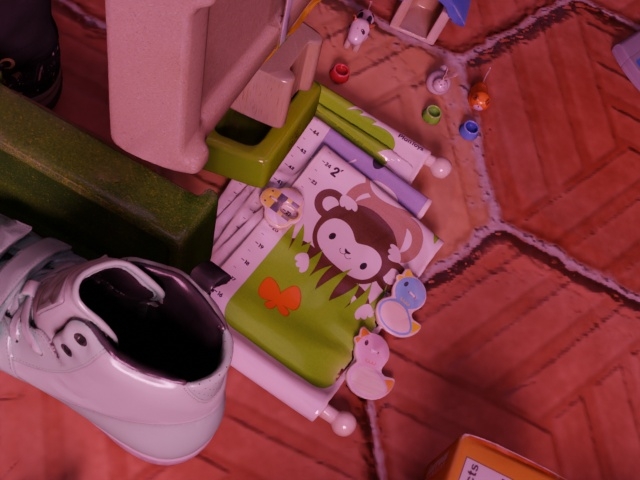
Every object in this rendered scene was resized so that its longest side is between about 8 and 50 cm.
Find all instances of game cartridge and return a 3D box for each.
[{"bbox_3d":[0.282,-0.138,0.914,0.056,0.017,0.083,-34,77,-26],"label":"game cartridge"}]

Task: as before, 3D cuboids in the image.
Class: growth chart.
[{"bbox_3d":[0.000,0.000,0.744,0.172,0.021,0.237,27,60,-2],"label":"growth chart"}]

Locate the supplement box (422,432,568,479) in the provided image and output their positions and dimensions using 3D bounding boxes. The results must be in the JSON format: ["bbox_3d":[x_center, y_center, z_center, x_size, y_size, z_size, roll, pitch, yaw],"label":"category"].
[{"bbox_3d":[0.063,0.228,0.609,0.080,0.078,0.233,28,57,0],"label":"supplement box"}]

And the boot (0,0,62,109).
[{"bbox_3d":[-0.263,-0.152,0.644,0.236,0.178,0.085,5,62,-17],"label":"boot"}]

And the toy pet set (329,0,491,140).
[{"bbox_3d":[0.084,-0.156,0.828,0.122,0.065,0.114,22,58,-6],"label":"toy pet set"}]

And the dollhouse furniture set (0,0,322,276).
[{"bbox_3d":[-0.086,-0.131,0.605,0.151,0.301,0.198,29,61,7],"label":"dollhouse furniture set"}]

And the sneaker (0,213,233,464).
[{"bbox_3d":[-0.155,0.019,0.606,0.256,0.151,0.094,30,59,1],"label":"sneaker"}]
